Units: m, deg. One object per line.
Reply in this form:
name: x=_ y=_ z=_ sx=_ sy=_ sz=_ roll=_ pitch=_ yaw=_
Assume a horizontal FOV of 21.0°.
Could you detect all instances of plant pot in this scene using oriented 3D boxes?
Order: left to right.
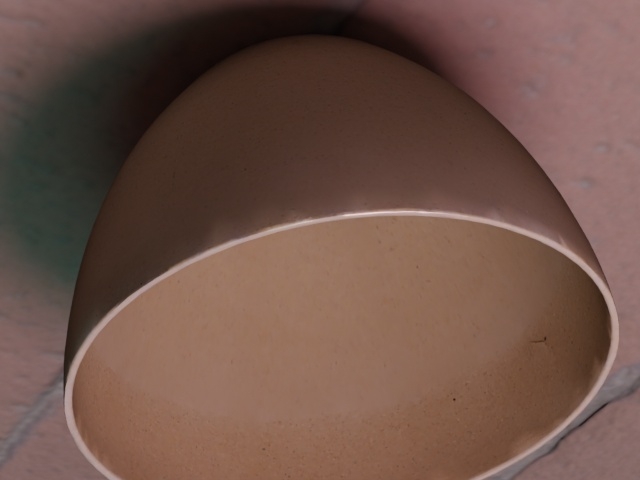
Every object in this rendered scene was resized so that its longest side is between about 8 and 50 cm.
plant pot: x=0.000 y=0.000 z=0.934 sx=0.284 sy=0.191 sz=0.284 roll=-6 pitch=143 yaw=-5
